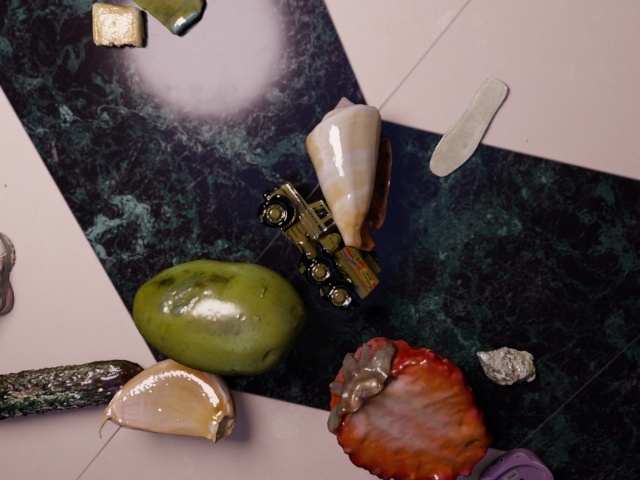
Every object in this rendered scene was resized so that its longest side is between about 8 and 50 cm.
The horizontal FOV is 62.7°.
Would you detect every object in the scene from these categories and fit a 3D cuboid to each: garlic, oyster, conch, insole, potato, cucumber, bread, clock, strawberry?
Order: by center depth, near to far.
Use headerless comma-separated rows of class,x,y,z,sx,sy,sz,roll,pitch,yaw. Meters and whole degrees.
conch,0.039,-0.115,0.886,0.127,0.158,0.255,3,83,29
bread,-0.347,-0.369,0.901,0.083,0.035,0.070,-1,105,-4
insole,0.262,-0.196,0.929,0.063,0.010,0.192,31,105,-5
potato,-0.176,0.137,0.937,0.304,0.216,0.216,2,105,-3
garlic,-0.283,0.312,1.009,0.244,0.164,0.146,2,123,-5
strawberry,0.171,0.326,1.013,0.336,0.149,0.265,36,97,-17
oyster,0.369,0.246,1.026,0.100,0.037,0.098,-21,103,8
cucumber,-0.525,0.299,1.055,0.358,0.096,0.096,-8,104,5
clock,0.389,0.490,1.084,0.110,0.050,0.152,44,102,-9

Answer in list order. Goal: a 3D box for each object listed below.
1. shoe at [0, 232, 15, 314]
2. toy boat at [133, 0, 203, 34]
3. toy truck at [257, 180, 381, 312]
shoe,-0.651,0.071,1.001,0.088,0.092,0.180,9,105,1
toy boat,-0.308,-0.471,0.846,0.111,0.084,0.276,-37,99,9
toy truck,-0.005,0.001,0.941,0.127,0.127,0.257,-42,99,-3
